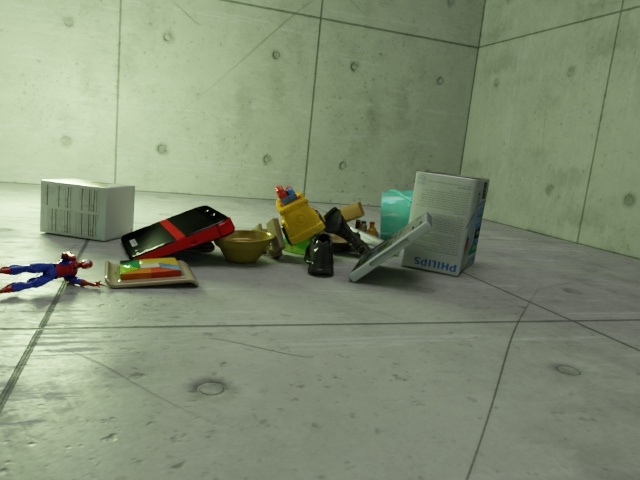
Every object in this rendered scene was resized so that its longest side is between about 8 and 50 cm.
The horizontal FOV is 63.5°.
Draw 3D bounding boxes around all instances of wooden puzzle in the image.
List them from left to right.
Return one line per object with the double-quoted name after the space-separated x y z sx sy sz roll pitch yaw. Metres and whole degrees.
-0.477 0.084 1.456 0.239 0.044 0.221 2 10 -22 "wooden puzzle"

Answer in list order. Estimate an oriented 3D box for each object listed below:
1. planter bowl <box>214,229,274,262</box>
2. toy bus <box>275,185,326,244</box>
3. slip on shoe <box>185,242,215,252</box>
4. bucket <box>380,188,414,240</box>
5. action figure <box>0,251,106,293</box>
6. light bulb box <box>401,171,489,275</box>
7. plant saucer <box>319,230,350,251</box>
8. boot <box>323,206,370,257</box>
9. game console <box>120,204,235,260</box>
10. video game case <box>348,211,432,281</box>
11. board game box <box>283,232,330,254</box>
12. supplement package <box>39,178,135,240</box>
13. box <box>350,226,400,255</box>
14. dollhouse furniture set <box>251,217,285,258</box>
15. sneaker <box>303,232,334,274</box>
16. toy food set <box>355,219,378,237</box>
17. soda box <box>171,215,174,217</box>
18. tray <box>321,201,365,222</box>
-0.267 0.025 1.769 0.218 0.090 0.217 3 11 -1 "planter bowl"
-0.098 -0.111 1.870 0.150 0.211 0.220 -29 17 -3 "toy bus"
-0.444 0.021 1.839 0.136 0.051 0.041 -2 -1 -9 "slip on shoe"
0.385 -0.115 2.479 0.183 0.280 0.281 3 9 10 "bucket"
-0.638 0.082 1.248 0.139 0.091 0.280 2 9 20 "action figure"
0.496 -0.078 2.031 0.226 0.360 0.358 12 12 24 "light bulb box"
0.000 0.000 2.200 0.311 0.050 0.310 6 10 -1 "plant saucer"
0.114 -0.016 1.987 0.229 0.091 0.263 47 12 -11 "boot"
-0.493 -0.022 1.771 0.342 0.060 0.387 -24 20 -20 "game console"
0.246 0.015 1.756 0.300 0.036 0.329 -36 0 15 "video game case"
-0.054 0.009 1.989 0.182 0.092 0.043 11 10 28 "board game box"
-0.872 -0.122 1.951 0.263 0.197 0.199 8 10 9 "supplement package"
0.226 0.003 2.168 0.145 0.038 0.186 18 9 -45 "box"
-0.150 -0.009 1.893 0.123 0.143 0.151 -1 -24 -37 "dollhouse furniture set"
0.004 0.032 1.788 0.109 0.130 0.286 3 9 -9 "sneaker"
0.220 -0.052 2.457 0.111 0.104 0.232 8 10 10 "toy food set"
-0.527 -0.065 2.211 0.210 0.067 0.071 1 10 -26 "soda box"
0.106 -0.119 2.529 0.203 0.076 0.411 -20 1 4 "tray"
